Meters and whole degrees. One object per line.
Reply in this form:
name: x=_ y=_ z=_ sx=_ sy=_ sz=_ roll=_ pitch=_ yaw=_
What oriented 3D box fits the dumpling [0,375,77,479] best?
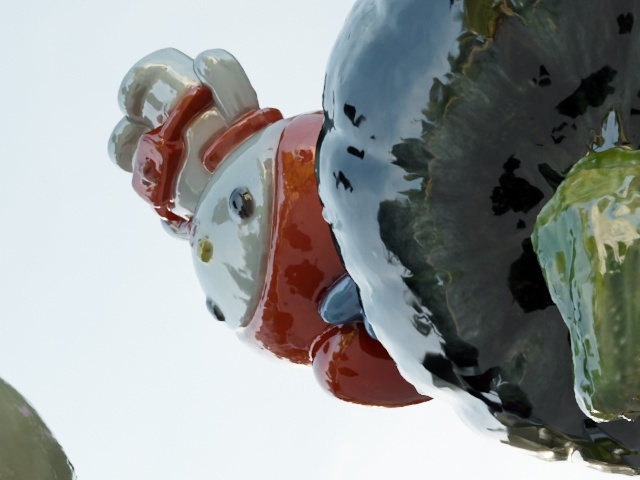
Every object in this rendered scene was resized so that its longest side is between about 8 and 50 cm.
dumpling: x=-0.164 y=0.106 z=0.750 sx=0.136 sy=0.199 sz=0.118 roll=-25 pitch=-44 yaw=-77

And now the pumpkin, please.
pumpkin: x=0.134 y=-0.031 z=0.802 sx=0.296 sy=0.296 sz=0.296 roll=-24 pitch=-48 yaw=-30

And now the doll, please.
doll: x=0.000 y=0.000 z=1.059 sx=0.130 sy=0.290 sz=0.161 roll=-26 pitch=-35 yaw=-43
